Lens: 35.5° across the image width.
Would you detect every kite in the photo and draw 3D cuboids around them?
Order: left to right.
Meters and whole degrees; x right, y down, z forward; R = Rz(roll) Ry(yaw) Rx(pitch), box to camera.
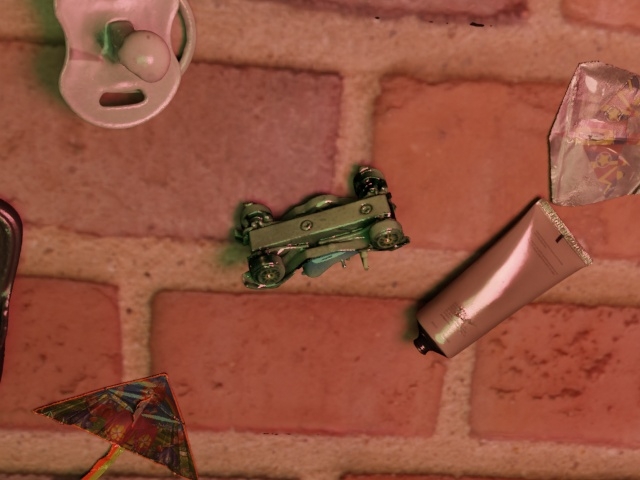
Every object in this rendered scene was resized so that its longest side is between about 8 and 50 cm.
[{"bbox_3d":[-0.197,0.196,1.020,0.190,0.010,0.159,28,110,-15],"label":"kite"},{"bbox_3d":[0.333,-0.090,0.932,0.245,0.015,0.141,5,115,-3],"label":"kite"}]

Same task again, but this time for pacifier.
[{"bbox_3d":[-0.148,-0.156,0.809,0.127,0.117,0.150,-5,114,-31],"label":"pacifier"}]

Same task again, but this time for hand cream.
[{"bbox_3d":[0.166,0.047,0.965,0.186,0.054,0.087,-39,107,6],"label":"hand cream"}]

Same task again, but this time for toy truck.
[{"bbox_3d":[0.001,-0.001,0.920,0.154,0.080,0.078,-17,142,3],"label":"toy truck"}]

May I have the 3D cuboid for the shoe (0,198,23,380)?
[{"bbox_3d":[-0.338,0.076,0.909,0.108,0.093,0.241,14,111,-13],"label":"shoe"}]
